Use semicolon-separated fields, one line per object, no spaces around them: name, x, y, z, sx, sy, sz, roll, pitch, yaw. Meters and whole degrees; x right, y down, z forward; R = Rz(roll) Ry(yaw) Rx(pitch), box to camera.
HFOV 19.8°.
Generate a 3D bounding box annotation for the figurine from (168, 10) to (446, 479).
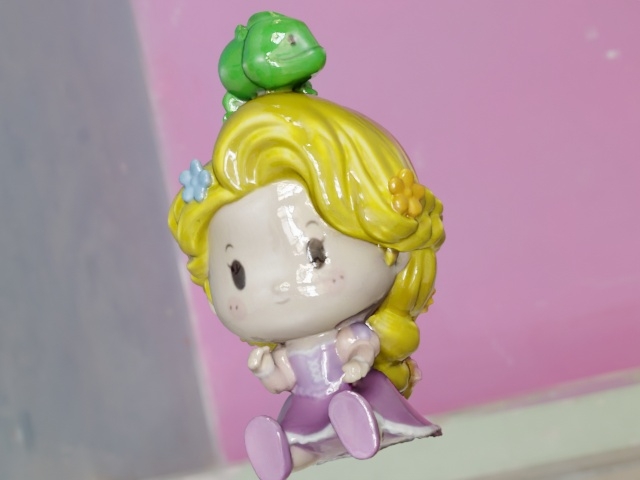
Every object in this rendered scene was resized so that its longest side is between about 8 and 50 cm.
figurine;0.000;0.000;0.650;0.115;0.095;0.156;-1;74;-78
